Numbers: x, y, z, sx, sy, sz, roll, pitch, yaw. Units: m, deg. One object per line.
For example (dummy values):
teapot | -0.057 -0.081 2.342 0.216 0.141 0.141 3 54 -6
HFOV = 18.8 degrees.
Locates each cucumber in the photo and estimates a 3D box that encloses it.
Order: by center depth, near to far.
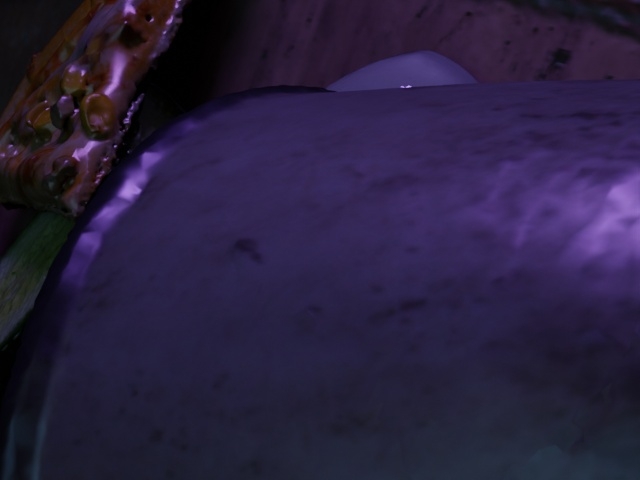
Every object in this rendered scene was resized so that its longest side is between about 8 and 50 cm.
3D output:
cucumber | -0.134 0.050 0.905 0.244 0.063 0.115 -44 21 27

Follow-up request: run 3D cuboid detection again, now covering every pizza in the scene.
pizza | -0.119 -0.055 0.893 0.185 0.036 0.176 -44 23 33

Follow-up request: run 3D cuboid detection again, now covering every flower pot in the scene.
flower pot | 0.126 0.090 0.532 0.330 0.293 0.293 -3 77 34

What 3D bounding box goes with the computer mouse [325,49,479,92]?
computer mouse | 0.000 0.000 0.808 0.089 0.056 0.181 42 108 45
